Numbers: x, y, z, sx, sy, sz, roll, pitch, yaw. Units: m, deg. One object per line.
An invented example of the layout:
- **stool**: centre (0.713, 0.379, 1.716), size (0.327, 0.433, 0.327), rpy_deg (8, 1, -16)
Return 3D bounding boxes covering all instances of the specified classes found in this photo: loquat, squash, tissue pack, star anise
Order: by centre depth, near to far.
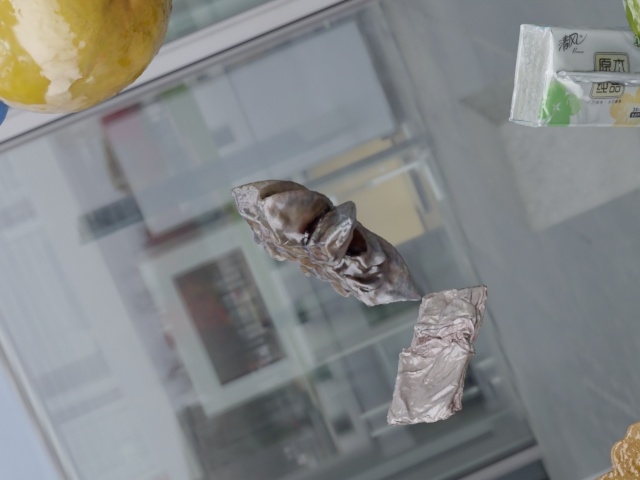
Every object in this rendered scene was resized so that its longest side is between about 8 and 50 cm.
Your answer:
- **loquat**: centre (-0.225, -0.208, 1.105), size (0.208, 0.208, 0.208), rpy_deg (157, 90, -86)
- **star anise**: centre (0.012, 0.005, 1.905), size (0.315, 0.108, 0.315), rpy_deg (34, 169, 8)
- **squash**: centre (0.473, -0.379, 1.989), size (0.052, 0.052, 0.183), rpy_deg (162, 91, -85)
- **tissue pack**: centre (0.432, -0.250, 2.050), size (0.145, 0.229, 0.159), rpy_deg (-146, 58, -60)

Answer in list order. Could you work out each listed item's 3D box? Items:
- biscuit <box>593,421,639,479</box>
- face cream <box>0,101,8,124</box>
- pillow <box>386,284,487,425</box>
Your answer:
- **biscuit**: centre (0.374, 0.324, 1.502), size (0.040, 0.144, 0.236), rpy_deg (78, -161, -69)
- **face cream**: centre (-0.453, -0.132, 1.498), size (0.083, 0.264, 0.149), rpy_deg (24, -122, -48)
- **pillow**: centre (0.181, 0.174, 2.059), size (0.049, 0.135, 0.248), rpy_deg (43, -128, -37)
